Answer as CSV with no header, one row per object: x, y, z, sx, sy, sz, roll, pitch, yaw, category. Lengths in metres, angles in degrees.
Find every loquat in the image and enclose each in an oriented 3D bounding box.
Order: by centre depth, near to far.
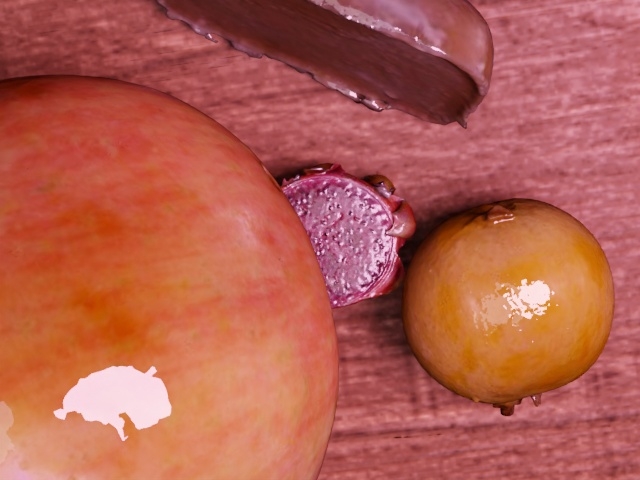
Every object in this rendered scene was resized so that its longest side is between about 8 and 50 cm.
0.131,0.043,1.004,0.163,0.137,0.163,-10,113,-24,loquat

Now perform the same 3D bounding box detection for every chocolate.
0.002,-0.167,0.963,0.261,0.161,0.083,22,79,-7,chocolate

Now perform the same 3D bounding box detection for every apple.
-0.199,0.089,0.909,0.391,0.346,0.391,10,104,42,apple

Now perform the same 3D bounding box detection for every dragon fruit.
0.005,0.001,1.039,0.126,0.068,0.112,-37,93,1,dragon fruit
